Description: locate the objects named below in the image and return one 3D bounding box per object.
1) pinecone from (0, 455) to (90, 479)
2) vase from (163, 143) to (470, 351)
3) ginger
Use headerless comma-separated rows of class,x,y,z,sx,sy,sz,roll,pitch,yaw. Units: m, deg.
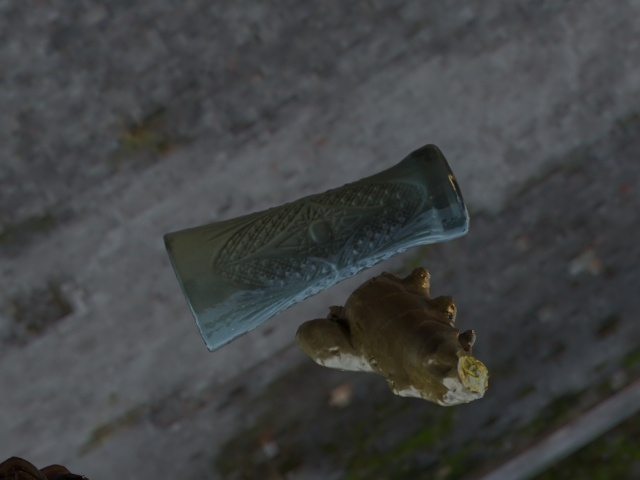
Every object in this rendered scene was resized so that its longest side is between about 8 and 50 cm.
pinecone,-0.237,0.307,1.604,0.221,0.221,0.221,-29,162,-10
vase,0.000,0.000,1.423,0.219,0.096,0.096,-22,162,-1
ginger,0.080,0.087,1.705,0.115,0.205,0.081,-30,127,-41
